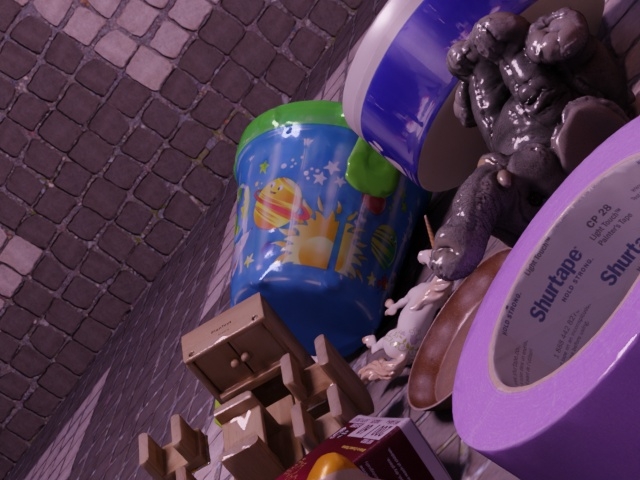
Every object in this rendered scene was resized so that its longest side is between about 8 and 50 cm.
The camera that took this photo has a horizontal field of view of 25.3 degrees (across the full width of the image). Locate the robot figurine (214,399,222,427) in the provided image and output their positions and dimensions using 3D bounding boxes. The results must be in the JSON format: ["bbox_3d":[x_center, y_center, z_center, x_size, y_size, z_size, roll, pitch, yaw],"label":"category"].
[{"bbox_3d":[-0.097,0.196,1.783,0.115,0.067,0.101,-88,16,-67],"label":"robot figurine"}]

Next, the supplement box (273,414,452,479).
[{"bbox_3d":[-0.021,0.239,1.158,0.239,0.073,0.130,-36,6,-18],"label":"supplement box"}]

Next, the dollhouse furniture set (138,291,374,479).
[{"bbox_3d":[-0.045,0.195,1.396,0.212,0.161,0.242,-30,33,11],"label":"dollhouse furniture set"}]

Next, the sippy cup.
[{"bbox_3d":[0.000,0.000,1.597,0.305,0.240,0.224,67,-152,-50],"label":"sippy cup"}]

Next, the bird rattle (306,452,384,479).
[{"bbox_3d":[0.034,0.244,0.845,0.253,0.207,0.143,-55,6,-17],"label":"bird rattle"}]

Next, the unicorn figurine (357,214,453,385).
[{"bbox_3d":[0.092,0.071,1.419,0.111,0.060,0.162,150,135,-64],"label":"unicorn figurine"}]

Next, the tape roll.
[{"bbox_3d":[0.205,0.042,0.951,0.275,0.090,0.275,-53,12,16],"label":"tape roll"}]

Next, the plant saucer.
[{"bbox_3d":[0.136,0.083,1.254,0.168,0.029,0.168,-52,12,16],"label":"plant saucer"}]

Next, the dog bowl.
[{"bbox_3d":[0.151,-0.178,1.390,0.265,0.104,0.265,-38,-23,-19],"label":"dog bowl"}]

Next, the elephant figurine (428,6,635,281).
[{"bbox_3d":[0.182,-0.056,1.179,0.169,0.186,0.239,68,-162,-63],"label":"elephant figurine"}]
